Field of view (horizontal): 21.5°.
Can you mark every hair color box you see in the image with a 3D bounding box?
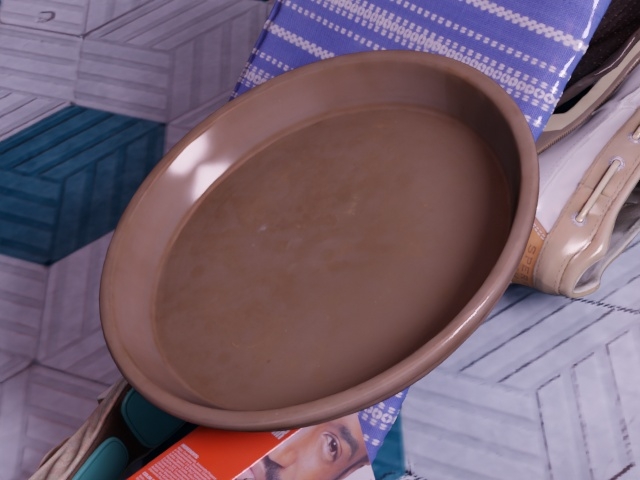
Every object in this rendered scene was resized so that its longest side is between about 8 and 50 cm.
[{"bbox_3d":[-0.051,0.153,0.973,0.167,0.093,0.053,-36,44,-23],"label":"hair color box"}]

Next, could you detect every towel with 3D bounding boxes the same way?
[{"bbox_3d":[0.028,-0.055,1.099,0.243,0.040,0.336,30,95,39],"label":"towel"}]

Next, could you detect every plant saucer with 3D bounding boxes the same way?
[{"bbox_3d":[0.000,0.000,0.992,0.278,0.041,0.277,-16,47,17],"label":"plant saucer"}]

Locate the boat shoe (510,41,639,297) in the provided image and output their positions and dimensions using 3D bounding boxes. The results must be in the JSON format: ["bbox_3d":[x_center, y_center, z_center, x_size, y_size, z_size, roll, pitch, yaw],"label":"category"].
[{"bbox_3d":[0.223,-0.061,1.138,0.302,0.113,0.103,-38,57,-23],"label":"boat shoe"}]

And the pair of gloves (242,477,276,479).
[{"bbox_3d":[0.011,0.236,0.836,0.240,0.042,0.204,17,76,35],"label":"pair of gloves"}]

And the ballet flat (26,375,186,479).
[{"bbox_3d":[-0.135,0.120,1.069,0.052,0.057,0.168,10,45,41],"label":"ballet flat"}]

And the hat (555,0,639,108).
[{"bbox_3d":[0.121,-0.187,1.198,0.331,0.134,0.331,-27,17,9],"label":"hat"}]
